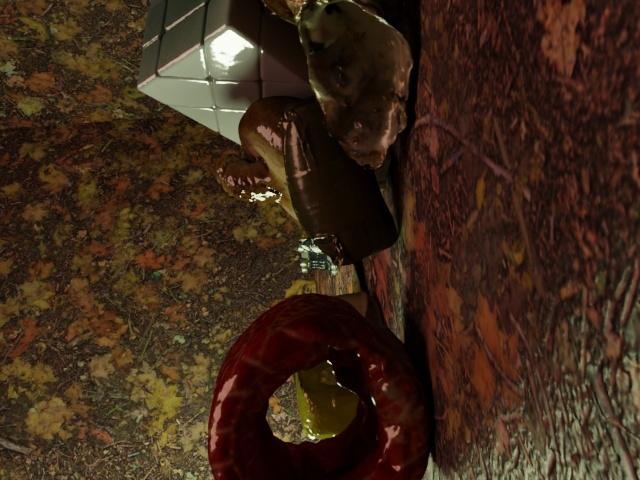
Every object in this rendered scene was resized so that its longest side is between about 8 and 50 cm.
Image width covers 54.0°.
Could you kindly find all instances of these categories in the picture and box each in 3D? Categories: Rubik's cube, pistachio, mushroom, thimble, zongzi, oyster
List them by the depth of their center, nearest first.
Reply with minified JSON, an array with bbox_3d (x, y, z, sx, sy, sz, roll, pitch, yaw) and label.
[{"bbox_3d":[0.043,-0.229,0.851,0.094,0.166,0.294,-82,-8,-45],"label":"oyster"},{"bbox_3d":[-0.006,0.270,0.989,0.230,0.350,0.350,-112,18,-82],"label":"thimble"},{"bbox_3d":[-0.005,-0.110,1.091,0.274,0.145,0.300,69,168,-14],"label":"zongzi"},{"bbox_3d":[0.063,0.185,1.299,0.152,0.126,0.223,-56,18,16],"label":"pistachio"},{"bbox_3d":[-0.037,-0.154,1.324,0.345,0.345,0.239,-158,93,-85],"label":"mushroom"},{"bbox_3d":[-0.171,-0.448,1.384,0.318,0.321,0.316,25,-123,-42],"label":"Rubik's cube"}]

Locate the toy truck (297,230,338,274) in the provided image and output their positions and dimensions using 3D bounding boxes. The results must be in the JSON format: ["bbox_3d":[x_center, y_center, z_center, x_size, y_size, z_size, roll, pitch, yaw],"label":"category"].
[{"bbox_3d":[0.000,0.000,1.936,0.272,0.124,0.157,87,-174,-67],"label":"toy truck"}]

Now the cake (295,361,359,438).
[{"bbox_3d":[0.036,0.365,1.498,0.260,0.179,0.156,-121,25,-73],"label":"cake"}]

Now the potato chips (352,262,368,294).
[{"bbox_3d":[0.091,0.105,1.489,0.209,0.026,0.142,-107,10,-79],"label":"potato chips"}]

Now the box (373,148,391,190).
[{"bbox_3d":[0.087,-0.209,1.091,0.122,0.032,0.220,92,171,-69],"label":"box"}]

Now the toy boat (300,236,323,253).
[{"bbox_3d":[0.025,0.007,1.459,0.060,0.141,0.055,-88,-2,-45],"label":"toy boat"}]

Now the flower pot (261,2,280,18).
[{"bbox_3d":[-0.046,-0.552,1.107,0.266,0.266,0.267,-103,0,-62],"label":"flower pot"}]

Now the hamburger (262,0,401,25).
[{"bbox_3d":[0.004,-0.404,0.839,0.132,0.211,0.309,-108,15,-52],"label":"hamburger"}]
